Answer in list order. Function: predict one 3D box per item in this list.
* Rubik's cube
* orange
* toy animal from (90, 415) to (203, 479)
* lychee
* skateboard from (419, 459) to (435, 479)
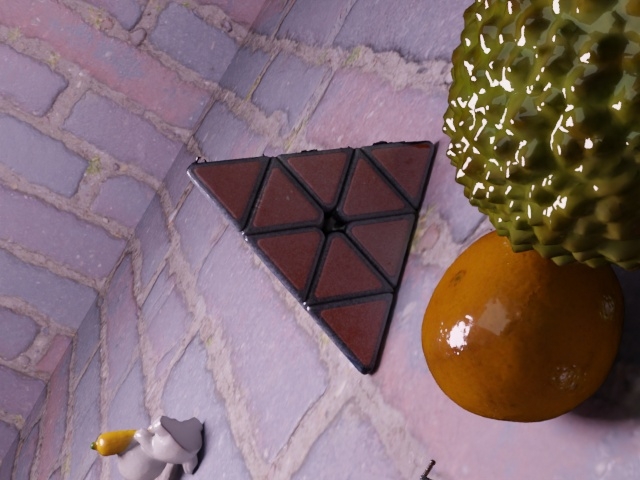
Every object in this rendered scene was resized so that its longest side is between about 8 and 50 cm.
[{"bbox_3d":[-0.001,-0.001,0.891,0.229,0.228,0.233,7,109,27],"label":"Rubik's cube"},{"bbox_3d":[0.151,0.063,0.540,0.156,0.124,0.156,-51,8,10],"label":"orange"},{"bbox_3d":[-0.269,0.344,1.083,0.182,0.131,0.127,-38,66,17],"label":"toy animal"},{"bbox_3d":[0.222,-0.118,0.427,0.320,0.270,0.270,-60,23,14],"label":"lychee"},{"bbox_3d":[0.110,0.195,0.523,0.032,0.083,0.064,-58,24,7],"label":"skateboard"}]
